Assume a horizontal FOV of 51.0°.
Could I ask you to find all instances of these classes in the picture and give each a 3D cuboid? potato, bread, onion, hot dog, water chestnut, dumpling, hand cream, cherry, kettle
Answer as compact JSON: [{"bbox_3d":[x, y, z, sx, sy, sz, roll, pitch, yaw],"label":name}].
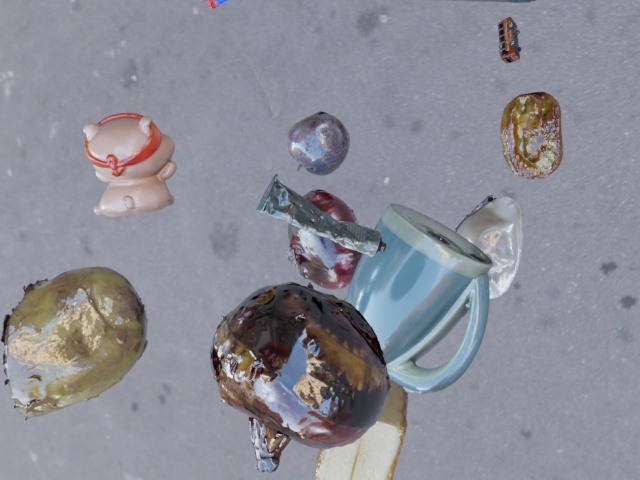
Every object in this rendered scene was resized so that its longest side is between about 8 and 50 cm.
[{"bbox_3d":[-0.474,0.203,1.372,0.237,0.301,0.288,-1,118,-1],"label":"potato"},{"bbox_3d":[0.111,0.522,1.800,0.207,0.279,0.279,14,109,4],"label":"bread"},{"bbox_3d":[0.000,0.000,2.020,0.314,0.232,0.313,44,140,52],"label":"onion"},{"bbox_3d":[0.353,-0.175,1.120,0.099,0.065,0.147,0,90,24],"label":"hot dog"},{"bbox_3d":[-0.040,0.206,1.005,0.300,0.300,0.300,13,113,33],"label":"water chestnut"},{"bbox_3d":[0.429,0.019,1.761,0.163,0.204,0.293,22,127,-1],"label":"dumpling"},{"bbox_3d":[0.010,-0.037,1.235,0.248,0.075,0.052,27,135,-9],"label":"hand cream"},{"bbox_3d":[0.000,-0.295,2.052,0.195,0.195,0.195,13,113,33],"label":"cherry"},{"bbox_3d":[0.195,0.145,1.411,0.319,0.247,0.342,37,106,32],"label":"kettle"}]

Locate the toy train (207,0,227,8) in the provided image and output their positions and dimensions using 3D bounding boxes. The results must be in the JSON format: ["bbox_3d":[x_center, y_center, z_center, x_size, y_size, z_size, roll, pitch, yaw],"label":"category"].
[{"bbox_3d":[-0.149,-0.519,1.254,0.131,0.204,0.082,-8,127,42],"label":"toy train"}]

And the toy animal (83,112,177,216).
[{"bbox_3d":[-0.372,-0.148,1.306,0.171,0.171,0.197,9,111,34],"label":"toy animal"}]

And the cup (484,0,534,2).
[{"bbox_3d":[0.297,-0.556,1.224,0.292,0.308,0.242,27,116,46],"label":"cup"}]

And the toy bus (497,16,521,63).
[{"bbox_3d":[0.416,-0.442,1.482,0.043,0.031,0.110,-19,55,37],"label":"toy bus"}]
